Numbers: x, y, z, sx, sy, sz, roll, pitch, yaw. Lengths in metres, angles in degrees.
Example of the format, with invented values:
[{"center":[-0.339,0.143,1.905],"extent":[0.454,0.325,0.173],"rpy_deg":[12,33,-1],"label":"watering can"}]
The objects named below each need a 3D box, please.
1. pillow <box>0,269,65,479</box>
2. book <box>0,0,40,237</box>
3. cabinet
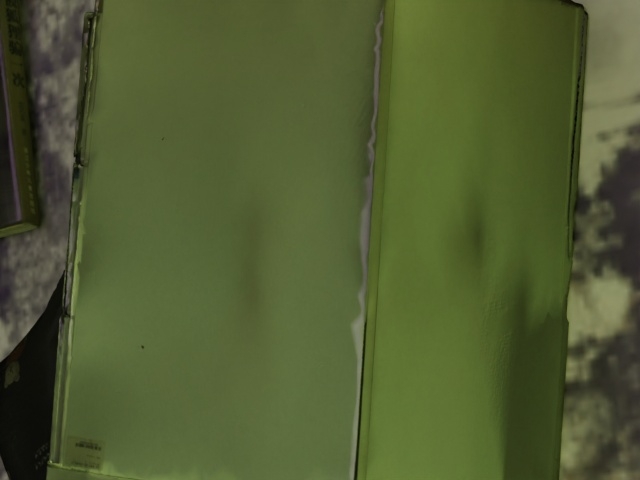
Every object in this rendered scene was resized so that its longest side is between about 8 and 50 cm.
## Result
[{"center":[-0.109,0.098,0.831],"extent":[0.090,0.048,0.150],"rpy_deg":[-40,60,17],"label":"pillow"},{"center":[-0.218,-0.102,0.942],"extent":[0.160,0.024,0.228],"rpy_deg":[-14,78,34],"label":"book"},{"center":[0.000,0.000,0.700],"extent":[0.150,0.145,0.206],"rpy_deg":[2,87,36],"label":"cabinet"}]
